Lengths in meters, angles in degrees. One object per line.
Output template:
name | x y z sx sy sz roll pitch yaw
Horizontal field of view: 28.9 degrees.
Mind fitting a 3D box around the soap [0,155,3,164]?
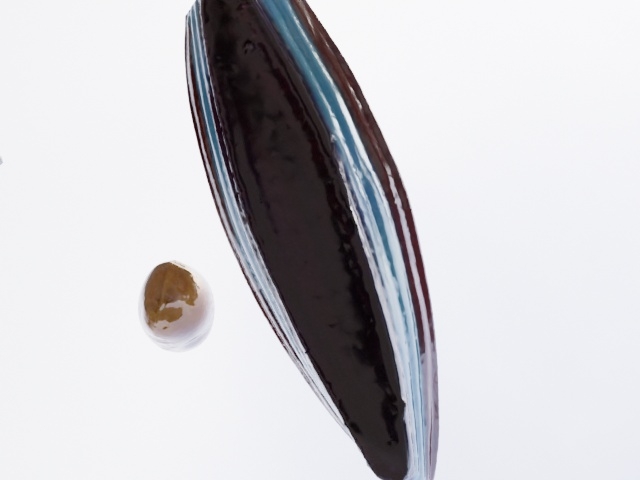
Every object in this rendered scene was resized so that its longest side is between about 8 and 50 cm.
soap | -0.405 -0.117 1.056 0.159 0.257 0.302 -4 -155 5

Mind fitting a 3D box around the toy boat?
toy boat | 0.000 0.000 0.875 0.136 0.079 0.392 -21 -95 10

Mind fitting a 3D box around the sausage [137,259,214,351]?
sausage | -0.167 0.078 1.450 0.098 0.238 0.098 0 -101 -2
